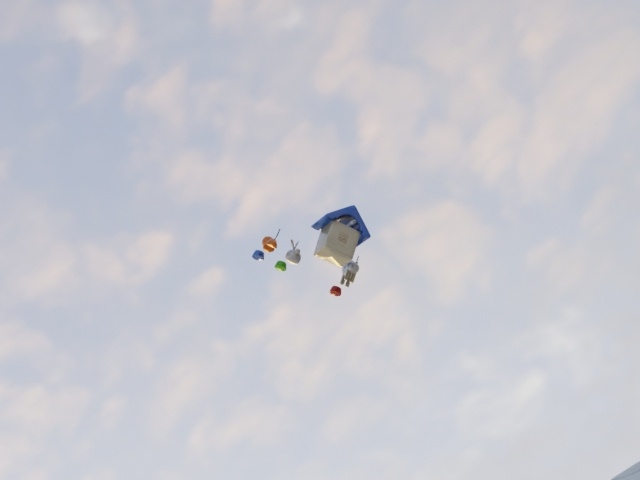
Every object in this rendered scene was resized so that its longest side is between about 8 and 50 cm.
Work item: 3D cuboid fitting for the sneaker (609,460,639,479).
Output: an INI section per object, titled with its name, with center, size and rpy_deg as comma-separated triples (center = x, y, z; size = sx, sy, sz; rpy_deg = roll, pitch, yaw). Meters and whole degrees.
[sneaker]
center = 0.338, 0.235, 1.617
size = 0.292, 0.110, 0.118
rpy_deg = -43, -30, 19

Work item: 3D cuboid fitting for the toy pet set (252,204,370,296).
[toy pet set]
center = 0.000, 0.000, 2.074
size = 0.122, 0.065, 0.114
rpy_deg = 25, -29, -16
